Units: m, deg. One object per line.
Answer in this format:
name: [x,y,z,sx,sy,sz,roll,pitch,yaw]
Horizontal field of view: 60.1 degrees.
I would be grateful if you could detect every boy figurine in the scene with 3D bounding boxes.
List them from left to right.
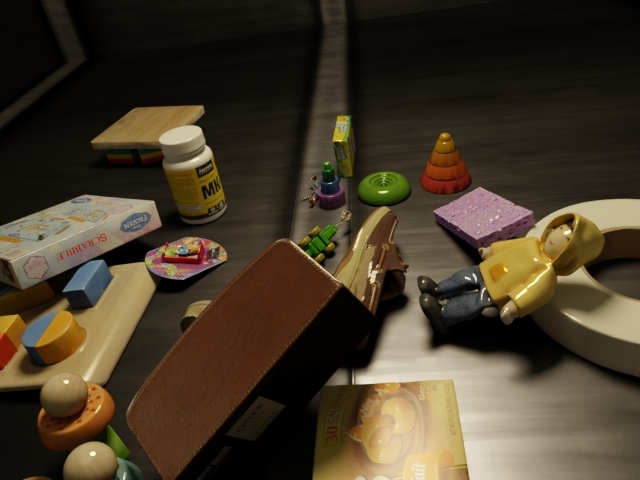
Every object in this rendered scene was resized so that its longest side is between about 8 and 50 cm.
boy figurine: [0.295,0.055,0.860,0.285,0.092,0.177,-29,27,27]

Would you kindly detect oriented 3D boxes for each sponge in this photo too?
sponge: [0.314,-0.047,1.089,0.117,0.031,0.210,-26,21,-3]

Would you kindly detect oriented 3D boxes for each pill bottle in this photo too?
pill bottle: [-0.301,-0.154,1.302,0.119,0.209,0.119,-7,35,5]

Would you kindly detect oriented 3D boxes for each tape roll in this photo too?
tape roll: [0.527,0.060,0.905,0.391,0.072,0.392,-7,35,5]

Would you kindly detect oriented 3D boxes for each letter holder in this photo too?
letter holder: [-0.112,0.137,0.740,0.302,0.152,0.214,-48,58,-4]

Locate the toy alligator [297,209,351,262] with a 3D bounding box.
toy alligator: [0.000,0.000,1.148,0.190,0.056,0.051,-45,7,-40]

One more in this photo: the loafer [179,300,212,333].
loafer: [-0.145,0.180,0.877,0.268,0.102,0.092,22,39,37]

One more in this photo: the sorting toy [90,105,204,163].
sorting toy: [-0.514,-0.321,1.704,0.255,0.089,0.257,2,36,17]

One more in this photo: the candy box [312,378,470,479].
candy box: [0.083,0.312,0.640,0.182,0.088,0.316,-6,35,9]

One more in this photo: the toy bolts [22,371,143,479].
toy bolts: [-0.329,0.297,0.703,0.228,0.159,0.218,20,44,37]

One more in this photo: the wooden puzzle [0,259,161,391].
wooden puzzle: [-0.520,0.142,1.047,0.347,0.081,0.322,-3,35,10]

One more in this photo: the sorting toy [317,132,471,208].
sorting toy: [0.167,-0.168,1.279,0.365,0.126,0.127,-10,34,-1]

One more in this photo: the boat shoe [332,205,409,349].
boat shoe: [0.094,0.063,0.998,0.123,0.123,0.342,30,38,4]

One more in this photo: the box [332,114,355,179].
box: [0.062,-0.240,1.426,0.043,0.105,0.179,-3,36,12]

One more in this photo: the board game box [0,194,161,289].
board game box: [-0.572,-0.012,1.211,0.318,0.066,0.318,8,29,41]

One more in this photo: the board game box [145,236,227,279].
board game box: [-0.284,0.021,1.167,0.133,0.033,0.168,28,36,34]

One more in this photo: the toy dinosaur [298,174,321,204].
toy dinosaur: [-0.009,-0.118,1.328,0.090,0.047,0.082,-3,52,-9]
